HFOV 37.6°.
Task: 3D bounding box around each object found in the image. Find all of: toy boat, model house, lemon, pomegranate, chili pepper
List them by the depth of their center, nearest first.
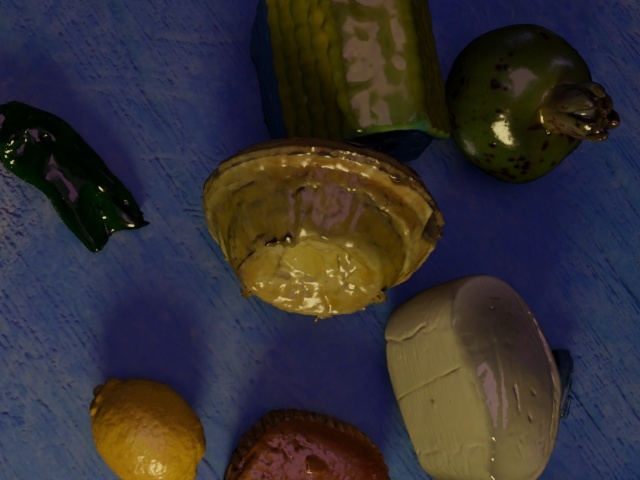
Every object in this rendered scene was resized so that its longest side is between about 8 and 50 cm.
[{"bbox_3d":[-0.200,0.219,1.079,0.114,0.114,0.155,-44,86,-13],"label":"lemon"},{"bbox_3d":[0.037,-0.213,1.093,0.215,0.303,0.237,-9,86,-6],"label":"model house"},{"bbox_3d":[-0.303,-0.078,1.118,0.224,0.061,0.098,41,70,-3],"label":"chili pepper"},{"bbox_3d":[0.262,-0.166,1.160,0.202,0.248,0.202,-10,111,-27],"label":"pomegranate"},{"bbox_3d":[0.295,0.204,1.215,0.061,0.060,0.137,23,77,-34],"label":"toy boat"}]

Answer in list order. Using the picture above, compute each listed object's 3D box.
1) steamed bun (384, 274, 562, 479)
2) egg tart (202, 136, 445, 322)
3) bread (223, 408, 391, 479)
[{"bbox_3d":[0.192,0.167,1.123,0.155,0.200,0.250,-12,80,-27],"label":"steamed bun"},{"bbox_3d":[0.000,0.000,1.056,0.290,0.290,0.115,13,57,-10],"label":"egg tart"},{"bbox_3d":[-0.014,0.296,1.112,0.199,0.104,0.199,1,85,-11],"label":"bread"}]
